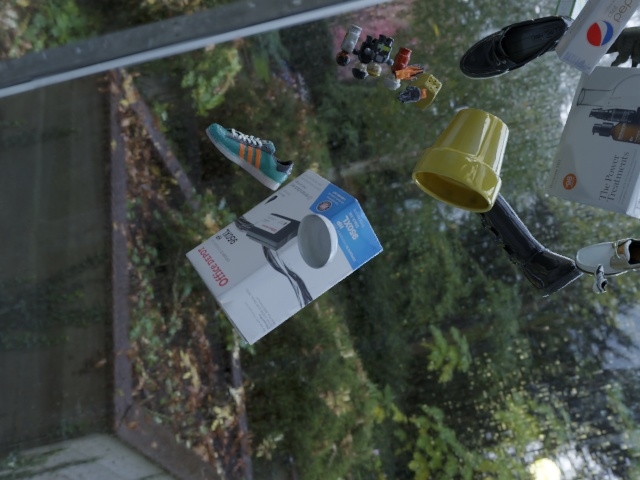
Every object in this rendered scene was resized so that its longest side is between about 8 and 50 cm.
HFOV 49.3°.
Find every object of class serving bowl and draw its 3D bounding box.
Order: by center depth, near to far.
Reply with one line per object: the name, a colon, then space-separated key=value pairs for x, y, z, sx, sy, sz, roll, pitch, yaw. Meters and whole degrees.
serving bowl: x=0.000 y=0.000 z=1.042 sx=0.083 sy=0.027 sz=0.083 roll=12 pitch=-75 yaw=50

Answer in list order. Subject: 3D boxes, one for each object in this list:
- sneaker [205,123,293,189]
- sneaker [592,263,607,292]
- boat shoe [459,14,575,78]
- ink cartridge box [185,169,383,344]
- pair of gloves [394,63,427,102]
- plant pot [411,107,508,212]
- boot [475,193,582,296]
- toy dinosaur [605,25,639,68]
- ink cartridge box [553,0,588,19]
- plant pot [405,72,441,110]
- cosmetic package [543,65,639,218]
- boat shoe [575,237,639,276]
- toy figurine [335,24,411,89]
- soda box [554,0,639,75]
sneaker: x=-0.219 y=-0.291 z=2.210 sx=0.302 sy=0.121 sz=0.108 roll=36 pitch=16 yaw=-26
sneaker: x=0.781 y=0.106 z=1.933 sx=0.037 sy=0.032 sz=0.083 roll=-5 pitch=-108 yaw=54
boat shoe: x=0.536 y=-0.540 z=1.937 sx=0.113 sy=0.340 sz=0.127 roll=-11 pitch=93 yaw=-59
ink cartridge box: x=-0.096 y=0.030 z=1.696 sx=0.166 sy=0.395 sz=0.285 roll=60 pitch=-11 yaw=-30
pair of gloves: x=0.202 y=-0.351 z=1.558 sx=0.010 sy=0.074 sz=0.083 roll=-138 pitch=-145 yaw=-63
plant pot: x=0.427 y=-0.243 z=2.039 sx=0.254 sy=0.254 sz=0.239 roll=68 pitch=47 yaw=-76
boot: x=0.679 y=-0.027 z=2.378 sx=0.445 sy=0.146 sz=0.367 roll=57 pitch=-5 yaw=7
toy dinosaur: x=0.889 y=-0.528 z=1.932 sx=0.313 sy=0.121 sz=0.160 roll=42 pitch=-43 yaw=50
ink cartridge box: x=0.764 y=-0.703 z=2.106 sx=0.109 sy=0.062 sz=0.209 roll=38 pitch=67 yaw=-48
plant pot: x=0.324 y=-0.466 z=2.145 sx=0.081 sy=0.081 sz=0.083 roll=38 pitch=-21 yaw=-15
cosmetic package: x=0.789 y=-0.272 z=1.875 sx=0.284 sy=0.097 sz=0.377 roll=27 pitch=-77 yaw=59
boat shoe: x=0.906 y=0.039 z=2.065 sx=0.103 sy=0.302 sz=0.113 roll=41 pitch=51 yaw=-50
toy figurine: x=0.169 y=-0.598 z=2.294 sx=0.209 sy=0.213 sz=0.148 roll=3 pitch=112 yaw=-59
soda box: x=0.530 y=-0.423 z=1.290 sx=0.216 sy=0.069 sz=0.074 roll=-59 pitch=-172 yaw=31
